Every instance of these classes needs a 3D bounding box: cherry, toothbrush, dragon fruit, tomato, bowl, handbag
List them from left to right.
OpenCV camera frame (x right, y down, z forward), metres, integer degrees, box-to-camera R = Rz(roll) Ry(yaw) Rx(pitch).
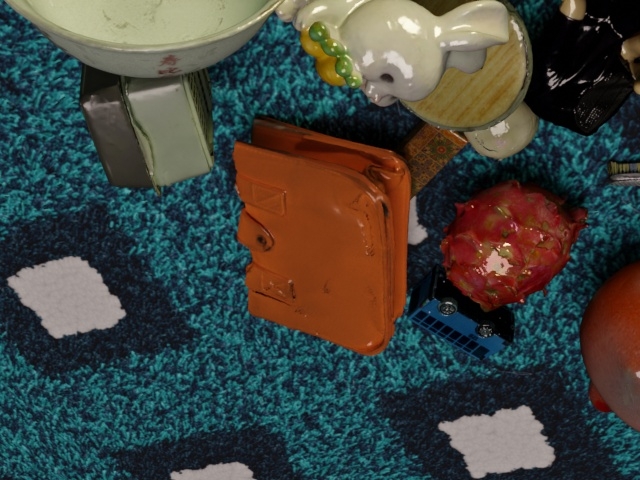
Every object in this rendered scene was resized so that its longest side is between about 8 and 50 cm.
[{"bbox_3d":[-0.229,-0.354,1.523,0.435,0.434,0.196,10,147,2],"label":"bowl"},{"bbox_3d":[0.000,0.000,1.933,0.304,0.116,0.410,16,135,19],"label":"handbag"},{"bbox_3d":[0.324,-0.007,1.856,0.268,0.210,0.205,-23,159,-18],"label":"dragon fruit"},{"bbox_3d":[0.567,0.276,2.136,0.106,0.087,0.126,13,115,9],"label":"cherry"},{"bbox_3d":[0.589,0.186,1.894,0.322,0.321,0.321,5,132,6],"label":"tomato"},{"bbox_3d":[0.669,-0.117,1.798,0.414,0.042,0.035,-3,167,12],"label":"toothbrush"}]

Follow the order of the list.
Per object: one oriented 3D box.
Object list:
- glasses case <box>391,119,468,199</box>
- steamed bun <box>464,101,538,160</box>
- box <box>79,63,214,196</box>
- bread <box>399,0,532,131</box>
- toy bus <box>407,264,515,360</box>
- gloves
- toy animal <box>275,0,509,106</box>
[{"bbox_3d":[0.153,-0.130,1.873,0.075,0.049,0.218,33,129,-13],"label":"glasses case"},{"bbox_3d":[0.283,-0.185,1.772,0.112,0.090,0.130,-30,120,30],"label":"steamed bun"},{"bbox_3d":[-0.260,-0.227,1.710,0.166,0.290,0.220,-11,130,2],"label":"box"},{"bbox_3d":[0.195,-0.286,1.680,0.267,0.040,0.266,19,130,24],"label":"bread"},{"bbox_3d":[0.259,0.138,2.070,0.185,0.090,0.106,31,130,-14],"label":"toy bus"},{"bbox_3d":[0.401,-0.280,1.619,0.197,0.152,0.301,20,157,-15],"label":"gloves"},{"bbox_3d":[0.083,-0.299,1.567,0.310,0.247,0.182,42,161,27],"label":"toy animal"}]
